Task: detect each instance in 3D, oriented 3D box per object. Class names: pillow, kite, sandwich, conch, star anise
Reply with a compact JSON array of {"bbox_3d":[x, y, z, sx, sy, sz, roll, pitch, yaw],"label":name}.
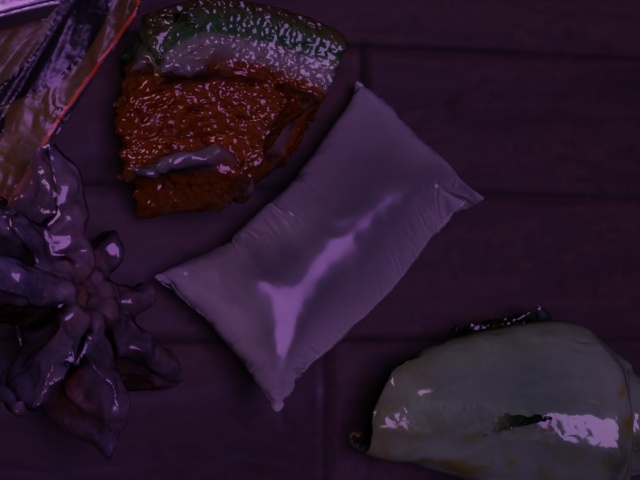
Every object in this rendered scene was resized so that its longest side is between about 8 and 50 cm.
[{"bbox_3d":[-0.001,0.000,1.559,0.144,0.078,0.254,45,73,0],"label":"pillow"},{"bbox_3d":[-0.298,-0.209,1.480,0.327,0.013,0.377,-14,89,-23],"label":"kite"},{"bbox_3d":[-0.066,-0.102,1.519,0.185,0.109,0.160,0,81,-19],"label":"sandwich"},{"bbox_3d":[0.165,0.135,1.604,0.251,0.137,0.143,19,108,0],"label":"conch"},{"bbox_3d":[-0.195,0.047,1.453,0.229,0.093,0.236,14,65,-50],"label":"star anise"}]

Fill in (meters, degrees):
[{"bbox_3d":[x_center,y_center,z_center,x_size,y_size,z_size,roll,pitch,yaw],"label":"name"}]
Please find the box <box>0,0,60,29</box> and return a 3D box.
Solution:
[{"bbox_3d":[-0.279,-0.218,1.454,0.130,0.051,0.129,-18,89,-22],"label":"box"}]
